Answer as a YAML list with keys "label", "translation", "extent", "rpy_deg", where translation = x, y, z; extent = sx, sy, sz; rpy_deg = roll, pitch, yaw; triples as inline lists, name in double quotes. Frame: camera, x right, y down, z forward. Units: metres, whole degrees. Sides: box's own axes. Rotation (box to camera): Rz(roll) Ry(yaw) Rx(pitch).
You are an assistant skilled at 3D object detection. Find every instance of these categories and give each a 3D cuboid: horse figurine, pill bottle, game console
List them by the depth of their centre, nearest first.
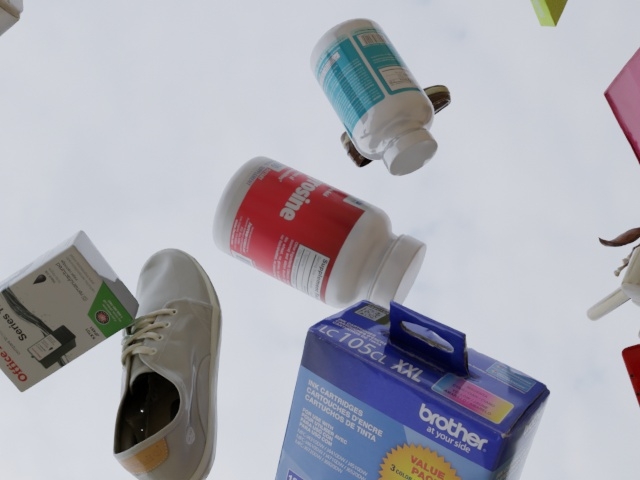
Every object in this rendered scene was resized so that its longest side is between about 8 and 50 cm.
- label: "pill bottle"
  translation: [0.096, -0.238, 1.306]
  extent: [0.146, 0.146, 0.264]
  rpy_deg: [-6, -122, -37]
- label: "game console"
  translation: [0.634, 0.241, 1.415]
  extent: [0.124, 0.085, 0.144]
  rpy_deg: [-20, -89, -46]
- label: "horse figurine"
  translation: [0.685, 0.008, 1.526]
  extent: [0.263, 0.174, 0.066]
  rpy_deg: [7, -133, -24]
- label: "pill bottle"
  translation: [0.000, 0.000, 1.607]
  extent: [0.229, 0.408, 0.229]
  rpy_deg: [-57, -17, -28]

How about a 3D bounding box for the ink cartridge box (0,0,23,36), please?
- label: "ink cartridge box"
  translation: [-0.607, -0.354, 1.182]
  extent: [0.131, 0.306, 0.226]
  rpy_deg: [34, -148, -47]

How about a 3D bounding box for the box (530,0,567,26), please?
- label: "box"
  translation: [0.467, -0.542, 1.597]
  extent: [0.178, 0.042, 0.109]
  rpy_deg: [44, -113, -47]

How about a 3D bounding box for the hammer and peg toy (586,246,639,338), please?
- label: "hammer and peg toy"
  translation: [0.548, 0.097, 1.046]
  extent: [0.361, 0.266, 0.127]
  rpy_deg: [28, -102, -4]

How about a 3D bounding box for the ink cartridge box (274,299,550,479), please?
- label: "ink cartridge box"
  translation: [0.100, 0.255, 0.952]
  extent: [0.151, 0.270, 0.395]
  rpy_deg: [-18, -54, -54]

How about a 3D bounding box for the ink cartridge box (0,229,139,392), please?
- label: "ink cartridge box"
  translation: [-0.407, 0.107, 1.166]
  extent: [0.208, 0.087, 0.153]
  rpy_deg: [-33, -72, 3]

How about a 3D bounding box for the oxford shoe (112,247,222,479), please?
- label: "oxford shoe"
  translation: [-0.247, 0.171, 1.199]
  extent: [0.130, 0.169, 0.449]
  rpy_deg: [42, -153, -41]

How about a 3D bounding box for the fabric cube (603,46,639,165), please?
- label: "fabric cube"
  translation: [0.721, -0.252, 1.393]
  extent: [0.258, 0.254, 0.259]
  rpy_deg: [-20, -103, -5]

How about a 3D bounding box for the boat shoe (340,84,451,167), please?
- label: "boat shoe"
  translation: [0.174, -0.238, 1.667]
  extent: [0.095, 0.258, 0.095]
  rpy_deg: [19, -134, -65]
